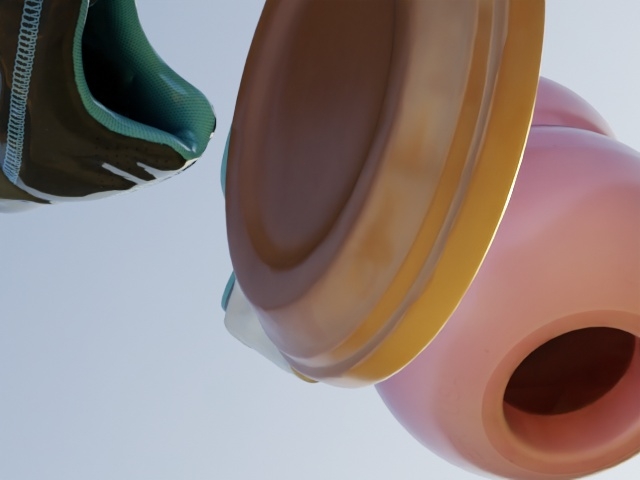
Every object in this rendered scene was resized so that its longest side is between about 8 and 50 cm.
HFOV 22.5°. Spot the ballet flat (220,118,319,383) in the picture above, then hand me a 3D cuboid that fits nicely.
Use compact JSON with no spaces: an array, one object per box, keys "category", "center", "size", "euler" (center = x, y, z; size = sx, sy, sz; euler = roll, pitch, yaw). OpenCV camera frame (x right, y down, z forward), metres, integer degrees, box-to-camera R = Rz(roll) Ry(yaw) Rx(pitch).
[{"category":"ballet flat","center":[0.000,0.000,1.269],"size":[0.139,0.139,0.400],"euler":[-35,-19,-21]}]

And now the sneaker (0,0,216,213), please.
[{"category":"sneaker","center":[-0.161,-0.163,0.769],"size":[0.341,0.139,0.125],"euler":[63,-141,-35]}]

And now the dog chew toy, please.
[{"category":"dog chew toy","center":[0.107,-0.009,0.972],"size":[0.206,0.332,0.207],"euler":[-6,-56,-8]}]

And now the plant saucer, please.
[{"category":"plant saucer","center":[0.012,-0.049,0.571],"size":[0.037,0.200,0.200],"euler":[12,-60,-23]}]
